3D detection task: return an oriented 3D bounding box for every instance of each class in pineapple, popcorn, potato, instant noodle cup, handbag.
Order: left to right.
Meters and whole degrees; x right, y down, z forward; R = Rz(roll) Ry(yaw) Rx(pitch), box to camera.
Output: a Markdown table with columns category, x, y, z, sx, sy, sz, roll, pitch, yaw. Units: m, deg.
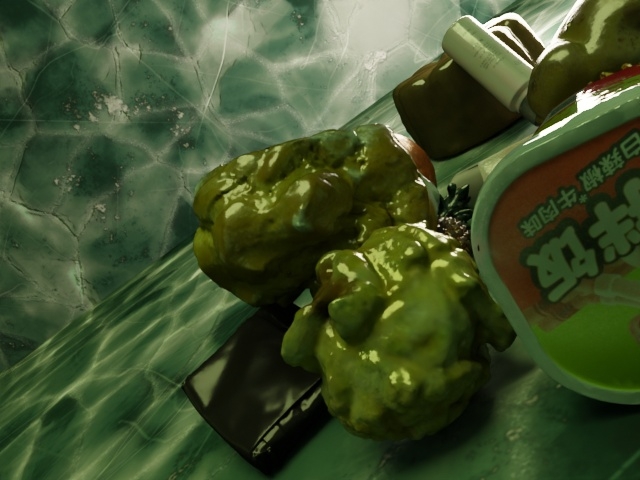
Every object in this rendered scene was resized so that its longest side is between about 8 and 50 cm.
| category | x | y | z | sx | sy | sz | roll | pitch | yaw |
| --- | --- | --- | --- | --- | --- | --- | --- | --- | --- |
| handbag | -0.070 | 0.206 | 1.007 | 0.223 | 0.080 | 0.246 | -45 | 36 | -16 |
| popcorn | 0.093 | 0.101 | 0.769 | 0.195 | 0.254 | 0.256 | 58 | -136 | -71 |
| pineapple | 0.208 | -0.016 | 1.092 | 0.083 | 0.103 | 0.221 | 3 | 26 | 11 |
| potato | 0.502 | -0.334 | 1.187 | 0.351 | 0.202 | 0.218 | -43 | 5 | 2 |
| instant noodle cup | 0.319 | -0.044 | 0.674 | 0.293 | 0.294 | 0.308 | -26 | 12 | 31 |

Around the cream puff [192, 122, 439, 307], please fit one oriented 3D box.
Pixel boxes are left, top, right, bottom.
| category | x | y | z | sx | sy | sz | roll | pitch | yaw |
| --- | --- | --- | --- | --- | --- | --- | --- | --- | --- |
| cream puff | 0.000 | 0.000 | 0.996 | 0.378 | 0.276 | 0.378 | -16 | -4 | -1 |

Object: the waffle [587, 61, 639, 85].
| category | x | y | z | sx | sy | sz | roll | pitch | yaw |
| --- | --- | --- | --- | --- | --- | --- | --- | --- | --- |
| waffle | 0.471 | -0.191 | 1.029 | 0.197 | 0.070 | 0.193 | -22 | 38 | 38 |

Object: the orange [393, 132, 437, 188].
| category | x | y | z | sx | sy | sz | roll | pitch | yaw |
| --- | --- | --- | --- | --- | --- | --- | --- | --- | --- |
| orange | 0.101 | -0.091 | 1.261 | 0.240 | 0.240 | 0.240 | -33 | 16 | 11 |

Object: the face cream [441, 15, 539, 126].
| category | x | y | z | sx | sy | sz | roll | pitch | yaw |
| --- | --- | --- | --- | --- | --- | --- | --- | --- | --- |
| face cream | 0.372 | -0.325 | 1.345 | 0.092 | 0.311 | 0.092 | -30 | -28 | -18 |

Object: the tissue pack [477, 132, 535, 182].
| category | x | y | z | sx | sy | sz | roll | pitch | yaw |
| --- | --- | --- | --- | --- | --- | --- | --- | --- | --- |
| tissue pack | 0.383 | -0.105 | 0.891 | 0.325 | 0.071 | 0.170 | -28 | 52 | 28 |

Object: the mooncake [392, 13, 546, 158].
| category | x | y | z | sx | sy | sz | roll | pitch | yaw |
| --- | --- | --- | --- | --- | --- | --- | --- | --- | --- |
| mooncake | 0.355 | -0.376 | 1.619 | 0.378 | 0.201 | 0.378 | -32 | 16 | 11 |

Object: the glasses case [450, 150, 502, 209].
| category | x | y | z | sx | sy | sz | roll | pitch | yaw |
| --- | --- | --- | --- | --- | --- | --- | --- | --- | --- |
| glasses case | 0.315 | -0.112 | 1.175 | 0.193 | 0.074 | 0.049 | -25 | 22 | 36 |
